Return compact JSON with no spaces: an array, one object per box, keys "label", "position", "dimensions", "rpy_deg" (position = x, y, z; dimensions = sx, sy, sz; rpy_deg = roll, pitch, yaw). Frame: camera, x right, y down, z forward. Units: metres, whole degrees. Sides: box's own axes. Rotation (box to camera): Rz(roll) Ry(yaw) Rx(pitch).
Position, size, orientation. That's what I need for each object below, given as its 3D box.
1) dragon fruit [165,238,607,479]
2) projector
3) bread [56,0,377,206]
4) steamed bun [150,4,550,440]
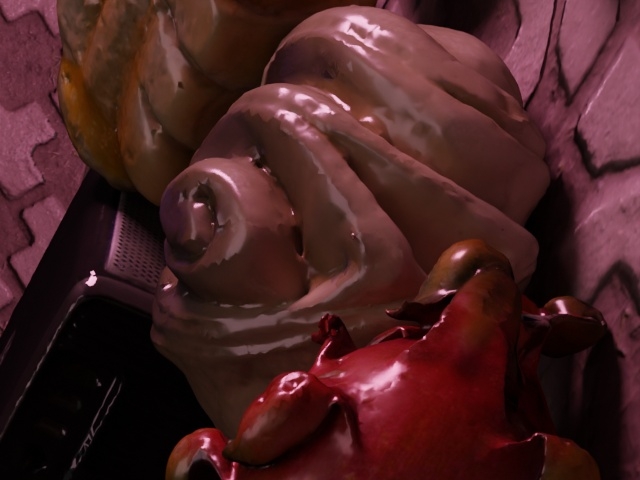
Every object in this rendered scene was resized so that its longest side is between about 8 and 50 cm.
[{"label":"dragon fruit","position":[0.045,0.140,0.936],"dimensions":[0.243,0.227,0.307],"rpy_deg":[-35,19,22]},{"label":"projector","position":[-0.190,0.157,1.545],"dimensions":[0.395,0.242,0.405],"rpy_deg":[-59,13,17]},{"label":"bread","position":[-0.093,-0.188,1.414],"dimensions":[0.300,0.210,0.341],"rpy_deg":[54,134,36]},{"label":"steamed bun","position":[0.000,0.000,1.203],"dimensions":[0.339,0.247,0.352],"rpy_deg":[-99,27,-60]}]
